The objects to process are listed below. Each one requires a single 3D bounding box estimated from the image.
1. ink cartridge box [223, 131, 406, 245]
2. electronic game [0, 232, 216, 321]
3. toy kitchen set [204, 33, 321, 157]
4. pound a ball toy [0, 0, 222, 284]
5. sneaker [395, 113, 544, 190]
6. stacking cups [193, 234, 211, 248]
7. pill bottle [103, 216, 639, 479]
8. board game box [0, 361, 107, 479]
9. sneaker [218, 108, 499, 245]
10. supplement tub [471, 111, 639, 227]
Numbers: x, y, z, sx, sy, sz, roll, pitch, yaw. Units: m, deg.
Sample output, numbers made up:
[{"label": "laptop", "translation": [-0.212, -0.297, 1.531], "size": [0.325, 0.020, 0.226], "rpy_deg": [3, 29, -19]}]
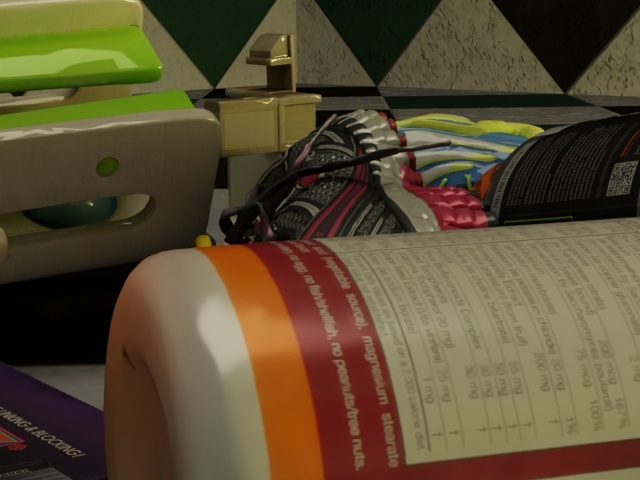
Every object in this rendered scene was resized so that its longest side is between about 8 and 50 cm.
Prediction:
[{"label": "ink cartridge box", "translation": [-0.001, -0.021, 0.952], "size": [0.092, 0.090, 0.143], "rpy_deg": [1, 10, 15]}, {"label": "electronic game", "translation": [-0.180, 0.010, 0.916], "size": [0.229, 0.048, 0.229], "rpy_deg": [0, 10, 0]}, {"label": "toy kitchen set", "translation": [-0.051, -0.092, 0.903], "size": [0.075, 0.068, 0.083], "rpy_deg": [-9, 13, -34]}, {"label": "pound a ball toy", "translation": [-0.208, -0.004, 0.720], "size": [0.319, 0.135, 0.208], "rpy_deg": [-11, 46, -27]}, {"label": "sneaker", "translation": [0.139, -0.048, 1.109], "size": [0.240, 0.091, 0.126], "rpy_deg": [-2, 10, -12]}, {"label": "stacking cups", "translation": [0.109, 0.046, 0.556], "size": [0.316, 0.096, 0.096], "rpy_deg": [1, 9, -5]}, {"label": "pill bottle", "translation": [0.062, 0.055, 0.385], "size": [0.221, 0.121, 0.121], "rpy_deg": [-4, 10, -19]}, {"label": "board game box", "translation": [-0.141, 0.082, 0.466], "size": [0.141, 0.048, 0.170], "rpy_deg": [-9, 12, -35]}, {"label": "sneaker", "translation": [0.000, 0.000, 0.739], "size": [0.112, 0.121, 0.299], "rpy_deg": [-5, 10, -11]}, {"label": "supplement tub", "translation": [0.156, -0.004, 0.709], "size": [0.117, 0.117, 0.190], "rpy_deg": [-6, 1, -28]}]
